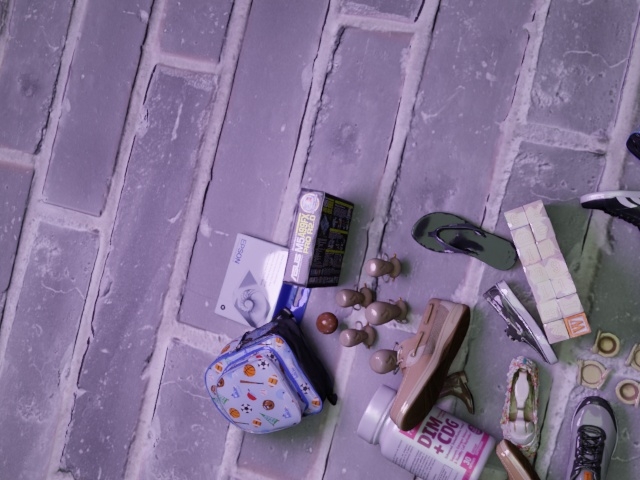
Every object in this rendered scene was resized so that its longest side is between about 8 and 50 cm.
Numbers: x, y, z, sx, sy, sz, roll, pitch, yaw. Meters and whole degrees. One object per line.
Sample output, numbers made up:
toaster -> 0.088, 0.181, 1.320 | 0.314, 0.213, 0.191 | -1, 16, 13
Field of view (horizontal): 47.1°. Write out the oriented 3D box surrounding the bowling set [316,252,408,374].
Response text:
bowling set -> 0.104, 0.173, 1.755 | 0.200, 0.154, 0.287 | -2, 88, 36

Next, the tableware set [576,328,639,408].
tableware set -> 0.657, 0.279, 1.620 | 0.168, 0.020, 0.141 | 20, 94, 17

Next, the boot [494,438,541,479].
boot -> 0.401, 0.587, 1.631 | 0.203, 0.095, 0.262 | -30, 99, 16

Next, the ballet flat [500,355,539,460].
ballet flat -> 0.448, 0.382, 1.650 | 0.091, 0.077, 0.241 | -2, 87, 17

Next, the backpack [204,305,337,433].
backpack -> -0.138, 0.340, 1.762 | 0.263, 0.213, 0.276 | -24, 98, 29

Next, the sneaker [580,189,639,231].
sneaker -> 0.680, -0.047, 1.598 | 0.217, 0.079, 0.121 | 0, 86, 16

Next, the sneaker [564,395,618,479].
sneaker -> 0.584, 0.473, 1.588 | 0.100, 0.108, 0.271 | 9, 89, 19

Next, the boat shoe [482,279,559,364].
boat shoe -> 0.452, 0.195, 1.663 | 0.070, 0.078, 0.219 | -37, 69, 12

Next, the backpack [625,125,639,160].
backpack -> 0.727, -0.205, 1.583 | 0.114, 0.105, 0.084 | 43, 77, 16

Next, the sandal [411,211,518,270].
sandal -> 0.336, -0.004, 1.717 | 0.254, 0.054, 0.097 | 17, 92, 17

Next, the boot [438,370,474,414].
boot -> 0.296, 0.367, 1.719 | 0.114, 0.037, 0.106 | -18, 69, 13

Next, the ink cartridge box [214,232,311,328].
ink cartridge box -> -0.138, 0.116, 1.864 | 0.224, 0.045, 0.223 | 17, 92, 17

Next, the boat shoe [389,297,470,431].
boat shoe -> 0.227, 0.273, 1.648 | 0.110, 0.121, 0.341 | 17, 51, 26

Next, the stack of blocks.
stack of blocks -> 0.493, 0.066, 1.604 | 0.087, 0.171, 0.297 | -20, 81, 15

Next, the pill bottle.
pill bottle -> 0.236, 0.453, 1.668 | 0.283, 0.160, 0.160 | 26, 95, 17

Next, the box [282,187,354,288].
box -> 0.000, 0.000, 1.710 | 0.060, 0.270, 0.216 | 11, 91, 16
